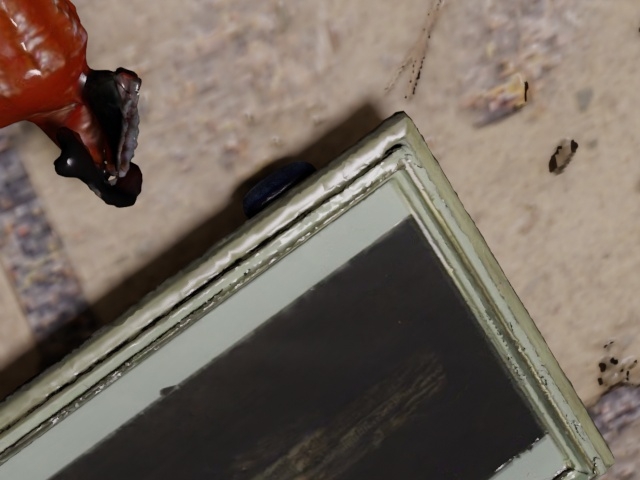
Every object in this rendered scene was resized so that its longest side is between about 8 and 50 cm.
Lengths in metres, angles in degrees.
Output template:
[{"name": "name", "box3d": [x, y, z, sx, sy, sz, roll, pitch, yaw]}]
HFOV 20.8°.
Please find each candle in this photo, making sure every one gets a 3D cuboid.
[{"name": "candle", "box3d": [-0.142, -0.107, 0.536, 0.084, 0.059, 0.301, -30, 128, 8]}]

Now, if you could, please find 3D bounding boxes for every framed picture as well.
[{"name": "framed picture", "box3d": [-0.032, 0.113, 0.719, 0.293, 0.018, 0.231, -36, 126, -2]}]

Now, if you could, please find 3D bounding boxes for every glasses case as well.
[{"name": "glasses case", "box3d": [0.000, 0.000, 0.698, 0.033, 0.023, 0.083, -42, 129, -3]}]
